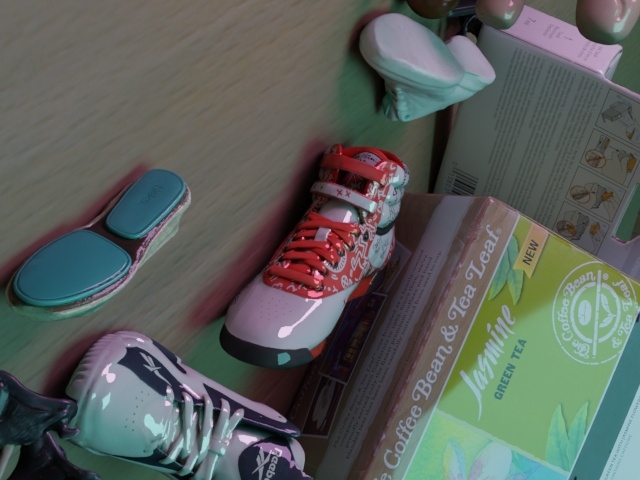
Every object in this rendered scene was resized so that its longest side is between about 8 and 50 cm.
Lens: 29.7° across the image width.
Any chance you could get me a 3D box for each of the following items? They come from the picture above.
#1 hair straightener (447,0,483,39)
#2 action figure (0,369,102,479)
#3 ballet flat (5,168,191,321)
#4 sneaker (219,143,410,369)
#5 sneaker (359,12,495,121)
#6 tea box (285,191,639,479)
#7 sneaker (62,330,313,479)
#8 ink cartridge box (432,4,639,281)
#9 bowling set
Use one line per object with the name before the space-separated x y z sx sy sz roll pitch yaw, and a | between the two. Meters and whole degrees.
hair straightener | 0.148 -0.239 1.243 0.089 0.047 0.230 -65 166 17
action figure | -0.217 0.215 0.649 0.164 0.140 0.276 80 22 -58
ballet flat | -0.135 0.014 0.766 0.168 0.057 0.052 -44 159 -46
sneaker | -0.001 -0.001 1.034 0.270 0.090 0.145 -36 142 -60
sneaker | 0.086 -0.149 1.134 0.094 0.080 0.212 -39 159 26
tea box | 0.172 0.164 1.230 0.329 0.323 0.220 -66 -158 -7
sneaker | -0.082 0.145 0.883 0.094 0.153 0.235 -64 159 -16
ink cartridge box | 0.268 -0.084 1.314 0.066 0.261 0.296 -51 162 -38
bowling set | 0.136 -0.281 1.037 0.287 0.200 0.154 24 81 -27
